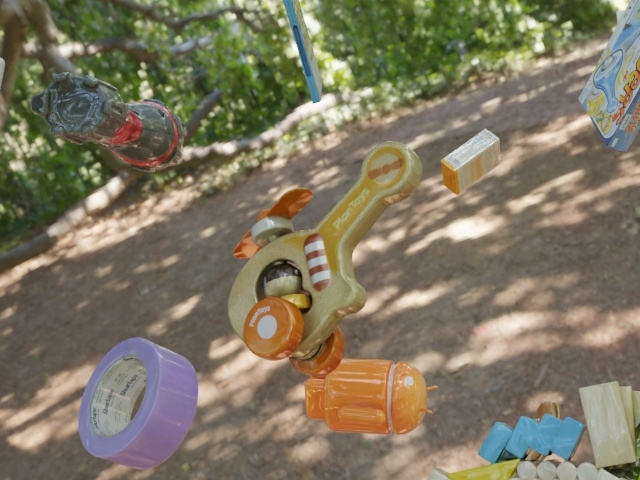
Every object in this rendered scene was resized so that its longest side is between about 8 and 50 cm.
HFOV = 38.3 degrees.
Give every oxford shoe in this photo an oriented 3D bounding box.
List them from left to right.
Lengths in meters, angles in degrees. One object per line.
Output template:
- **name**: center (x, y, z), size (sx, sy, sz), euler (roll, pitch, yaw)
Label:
- **oxford shoe**: center (0.348, 0.341, 1.561), size (0.212, 0.076, 0.076), euler (-50, -5, -40)

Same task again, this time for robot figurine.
- **robot figurine**: center (0.086, 0.263, 1.564), size (0.219, 0.158, 0.128), euler (1, 67, 14)

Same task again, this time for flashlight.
- **flashlight**: center (-0.253, -0.149, 1.183), size (0.103, 0.103, 0.304), euler (-44, -4, 2)

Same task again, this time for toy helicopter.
- **toy helicopter**: center (0.000, 0.000, 1.286), size (0.355, 0.140, 0.235), euler (-49, 53, 8)

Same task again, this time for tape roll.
- **tape roll**: center (-0.281, 0.250, 1.416), size (0.189, 0.080, 0.189), euler (-25, 50, 33)

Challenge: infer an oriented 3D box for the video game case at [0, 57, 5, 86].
- **video game case**: center (-0.504, -0.072, 0.906), size (0.329, 0.300, 0.036), euler (9, 6, -36)

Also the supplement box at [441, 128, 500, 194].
- **supplement box**: center (0.245, -0.128, 1.500), size (0.098, 0.062, 0.036), euler (-35, 53, -15)

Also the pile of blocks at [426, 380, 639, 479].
- **pile of blocks**: center (0.285, 0.235, 0.991), size (0.362, 0.149, 0.112), euler (-11, -15, 17)

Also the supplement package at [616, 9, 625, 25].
- **supplement package**: center (0.538, -0.310, 1.457), size (0.105, 0.105, 0.179), euler (-7, 2, 26)

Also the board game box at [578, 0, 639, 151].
- **board game box**: center (0.447, -0.247, 1.314), size (0.035, 0.201, 0.136), euler (9, 38, -14)

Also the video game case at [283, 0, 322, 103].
- **video game case**: center (-0.027, -0.307, 1.435), size (0.015, 0.166, 0.119), euler (-13, 23, 8)
